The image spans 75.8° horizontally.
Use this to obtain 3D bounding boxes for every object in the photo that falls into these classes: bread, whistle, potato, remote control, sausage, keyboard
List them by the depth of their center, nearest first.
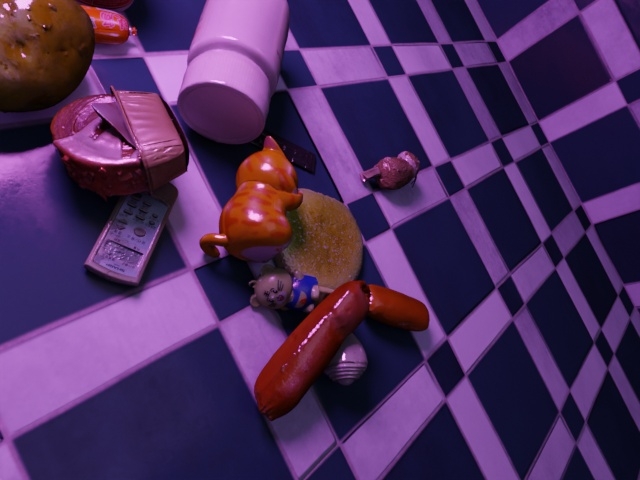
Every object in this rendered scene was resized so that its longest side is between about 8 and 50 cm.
[{"bbox_3d":[-0.509,-0.332,0.715,0.149,0.186,0.253,13,50,16],"label":"potato"},{"bbox_3d":[-0.373,-0.187,0.766,0.212,0.142,0.224,-18,63,-28],"label":"bread"},{"bbox_3d":[-0.360,-0.029,0.801,0.098,0.038,0.233,28,58,-25],"label":"remote control"},{"bbox_3d":[-0.497,-0.445,0.842,0.234,0.071,0.071,-15,82,-39],"label":"sausage"},{"bbox_3d":[-0.013,0.219,0.881,0.348,0.094,0.097,-48,126,-21],"label":"sausage"},{"bbox_3d":[-0.055,0.118,0.931,0.228,0.085,0.105,15,107,-26],"label":"whistle"},{"bbox_3d":[-0.002,0.005,1.054,0.302,0.045,0.300,13,66,-31],"label":"bread"},{"bbox_3d":[-0.100,-0.245,1.100,0.205,0.013,0.061,21,61,-30],"label":"keyboard"},{"bbox_3d":[0.199,0.185,1.104,0.239,0.098,0.098,23,60,-31],"label":"sausage"}]

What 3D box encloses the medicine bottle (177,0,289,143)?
[{"bbox_3d":[-0.197,-0.433,0.975,0.211,0.211,0.371,22,61,-29],"label":"medicine bottle"}]

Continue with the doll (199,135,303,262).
[{"bbox_3d":[-0.131,-0.076,0.913,0.162,0.167,0.269,32,53,-22],"label":"doll"}]

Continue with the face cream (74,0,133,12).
[{"bbox_3d":[-0.471,-0.616,0.853,0.201,0.187,0.200,14,64,-32],"label":"face cream"}]

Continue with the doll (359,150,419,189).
[{"bbox_3d":[0.224,-0.213,1.271,0.221,0.105,0.114,-15,83,-41],"label":"doll"}]

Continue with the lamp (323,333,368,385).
[{"bbox_3d":[0.052,0.242,0.969,0.106,0.106,0.192,17,52,-31],"label":"lamp"}]
